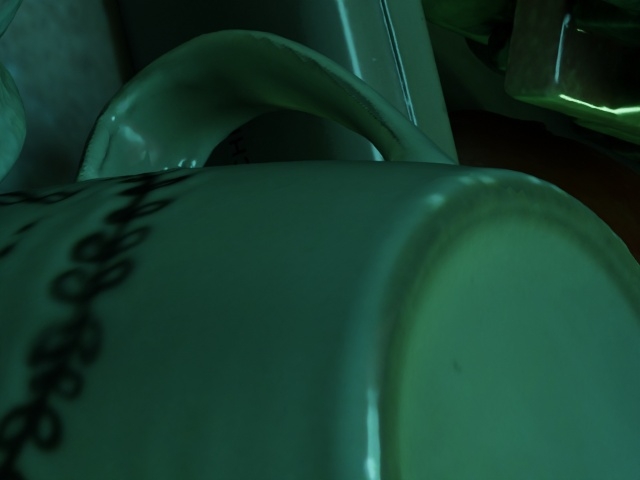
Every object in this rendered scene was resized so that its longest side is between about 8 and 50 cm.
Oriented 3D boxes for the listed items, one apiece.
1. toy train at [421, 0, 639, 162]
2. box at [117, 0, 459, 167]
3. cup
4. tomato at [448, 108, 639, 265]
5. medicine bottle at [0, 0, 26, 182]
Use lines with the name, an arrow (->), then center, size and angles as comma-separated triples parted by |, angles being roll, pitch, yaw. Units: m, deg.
toy train -> 0.158, -0.086, 0.766 | 0.304, 0.221, 0.150 | 14, 85, -45
box -> 0.000, 0.000, 0.648 | 0.055, 0.103, 0.244 | -11, 87, -44
cup -> -0.027, 0.040, 0.509 | 0.186, 0.234, 0.258 | 42, 48, -34
tomato -> 0.109, 0.054, 0.758 | 0.199, 0.112, 0.228 | -22, 99, -52
medicine bottle -> -0.133, -0.085, 0.457 | 0.147, 0.147, 0.143 | -31, 141, -49
